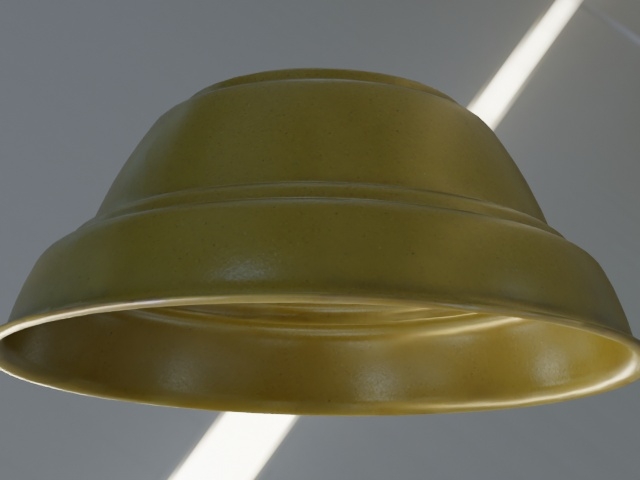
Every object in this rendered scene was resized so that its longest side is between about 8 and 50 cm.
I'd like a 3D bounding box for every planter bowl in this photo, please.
[{"bbox_3d":[0.000,0.000,0.507,0.217,0.217,0.090,15,-110,-45],"label":"planter bowl"}]
